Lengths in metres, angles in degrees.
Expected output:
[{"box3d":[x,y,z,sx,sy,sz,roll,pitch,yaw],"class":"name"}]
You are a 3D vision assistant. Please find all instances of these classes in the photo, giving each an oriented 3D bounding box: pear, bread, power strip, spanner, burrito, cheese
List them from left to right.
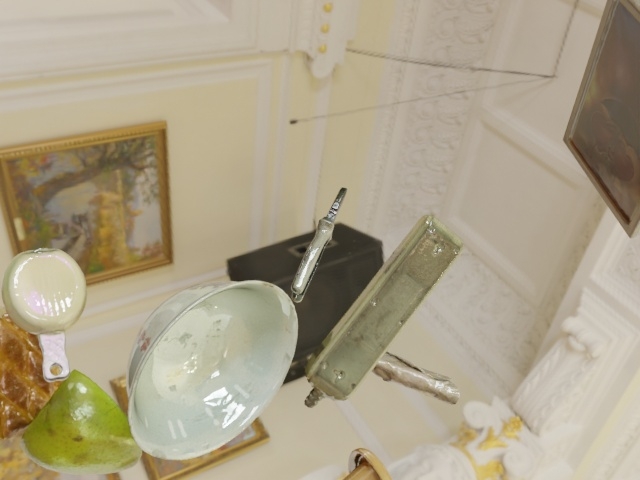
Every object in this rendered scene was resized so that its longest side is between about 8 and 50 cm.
[{"box3d":[-0.787,0.323,1.511,0.207,0.279,0.279,-6,-75,43],"class":"bread"},{"box3d":[-0.461,0.126,1.096,0.064,0.137,0.228,-36,-115,50],"class":"cheese"},{"box3d":[-0.514,0.447,1.402,0.239,0.139,0.288,34,-51,-8],"class":"pear"},{"box3d":[0.000,0.000,1.600,0.040,0.325,0.096,22,-25,6],"class":"spanner"},{"box3d":[0.097,0.130,1.102,0.092,0.388,0.066,39,-2,-9],"class":"power strip"},{"box3d":[0.195,0.297,1.426,0.087,0.225,0.061,30,80,-84],"class":"burrito"}]

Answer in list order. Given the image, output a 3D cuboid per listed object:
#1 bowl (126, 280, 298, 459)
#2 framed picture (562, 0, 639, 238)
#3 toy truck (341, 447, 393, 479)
[{"box3d":[-0.274,0.244,1.426,0.196,0.434,0.435,29,-50,37],"class":"bowl"},{"box3d":[0.419,-0.169,0.881,0.290,0.020,0.211,83,-10,-55],"class":"framed picture"},{"box3d":[0.024,0.388,0.661,0.288,0.211,0.204,61,-19,26],"class":"toy truck"}]
